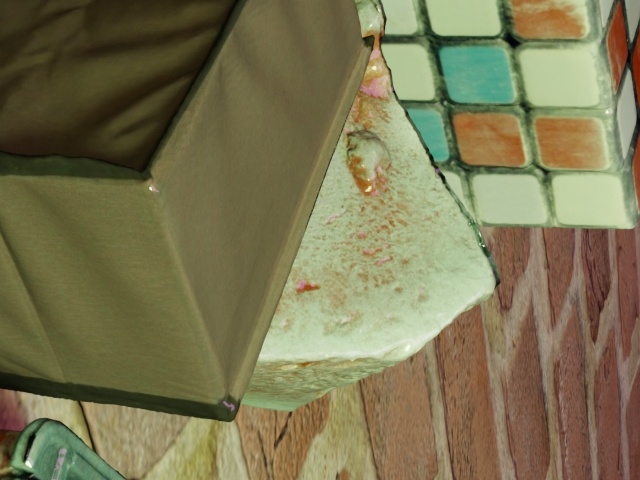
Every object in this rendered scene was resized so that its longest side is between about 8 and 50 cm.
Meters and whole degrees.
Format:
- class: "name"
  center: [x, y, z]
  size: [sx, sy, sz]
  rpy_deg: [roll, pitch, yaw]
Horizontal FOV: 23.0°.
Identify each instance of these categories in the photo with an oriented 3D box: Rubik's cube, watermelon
- class: "Rubik's cube"
  center: [0.129, -0.181, 1.215]
  size: [0.253, 0.259, 0.256]
  rpy_deg: [74, 29, -42]
- class: "watermelon"
  center: [0.000, 0.000, 0.980]
  size: [0.289, 0.214, 0.319]
  rpy_deg: [-40, 141, -58]

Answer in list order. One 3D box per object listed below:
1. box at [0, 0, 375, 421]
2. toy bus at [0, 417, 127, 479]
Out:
- class: "box"
  center: [-0.097, -0.067, 0.764]
  size: [0.153, 0.188, 0.252]
  rpy_deg: [71, 33, -45]
- class: "toy bus"
  center: [-0.172, 0.215, 0.702]
  size: [0.121, 0.120, 0.265]
  rpy_deg: [58, 41, -56]
